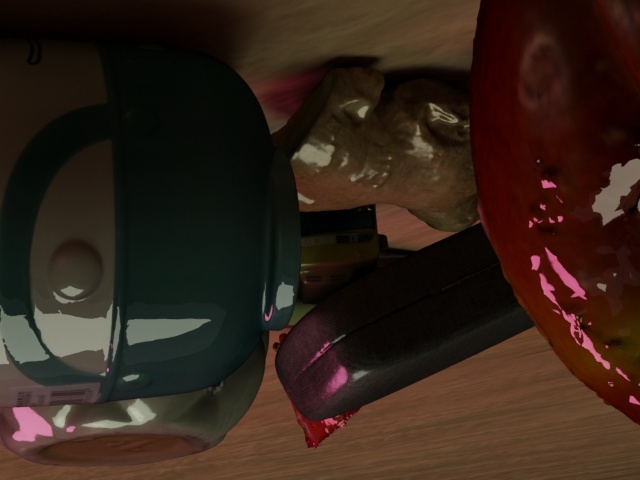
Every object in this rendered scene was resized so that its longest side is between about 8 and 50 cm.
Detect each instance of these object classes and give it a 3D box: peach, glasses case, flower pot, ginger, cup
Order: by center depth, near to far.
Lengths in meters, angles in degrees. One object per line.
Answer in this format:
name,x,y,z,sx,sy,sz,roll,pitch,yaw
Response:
peach,0.251,-0.075,0.935,0.339,0.353,0.416,-5,-153,29
cup,-0.166,-0.019,1.145,0.258,0.219,0.289,0,-166,-14
ginger,0.062,-0.057,1.270,0.213,0.074,0.137,17,146,-37
glasses case,0.121,0.035,1.407,0.323,0.074,0.131,-23,165,-25
flower pot,-0.155,0.062,1.417,0.246,0.195,0.246,-3,164,-1

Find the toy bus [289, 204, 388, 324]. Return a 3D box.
toy bus,0.000,0.000,1.411,0.088,0.101,0.175,-3,163,-3

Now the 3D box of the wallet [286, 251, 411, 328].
wallet,0.026,0.044,1.693,0.118,0.038,0.153,4,159,-36

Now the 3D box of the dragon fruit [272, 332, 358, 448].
dragon fruit,0.015,0.116,1.877,0.153,0.111,0.153,-40,-179,1
